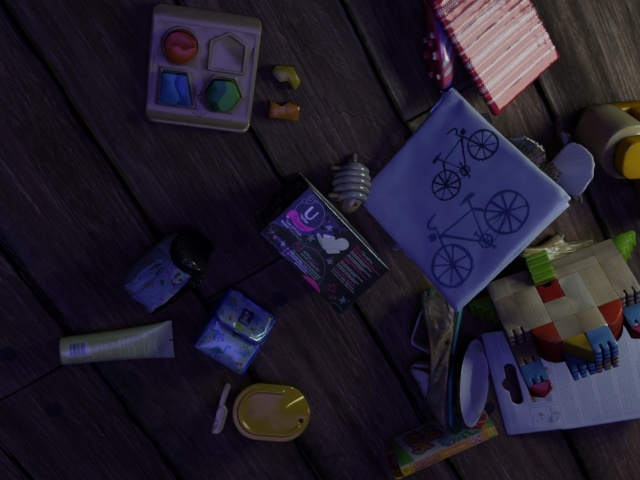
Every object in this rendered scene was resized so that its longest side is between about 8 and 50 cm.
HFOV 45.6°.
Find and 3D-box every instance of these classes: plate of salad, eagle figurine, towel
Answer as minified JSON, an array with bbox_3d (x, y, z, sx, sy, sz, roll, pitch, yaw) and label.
[{"bbox_3d":[0.340,0.324,1.733,0.048,0.200,0.200,0,113,29],"label":"plate of salad"},{"bbox_3d":[0.398,-0.116,1.577,0.298,0.226,0.225,-10,130,-9],"label":"eagle figurine"},{"bbox_3d":[0.348,-0.410,1.508,0.199,0.031,0.275,-42,114,-12],"label":"towel"}]

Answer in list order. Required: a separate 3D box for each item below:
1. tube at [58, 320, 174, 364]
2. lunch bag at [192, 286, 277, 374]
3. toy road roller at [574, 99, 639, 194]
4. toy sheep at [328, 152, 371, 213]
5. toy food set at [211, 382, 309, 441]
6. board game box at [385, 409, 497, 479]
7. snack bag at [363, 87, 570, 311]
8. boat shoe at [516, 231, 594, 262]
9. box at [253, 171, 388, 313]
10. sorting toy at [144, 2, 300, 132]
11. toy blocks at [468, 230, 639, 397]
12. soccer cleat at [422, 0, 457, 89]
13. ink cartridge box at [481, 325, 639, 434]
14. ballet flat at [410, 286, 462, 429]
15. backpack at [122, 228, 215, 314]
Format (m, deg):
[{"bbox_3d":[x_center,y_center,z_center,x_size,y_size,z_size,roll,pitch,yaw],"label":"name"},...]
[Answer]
[{"bbox_3d":[-0.442,0.229,1.663,0.240,0.062,0.070,-6,153,-10],"label":"tube"},{"bbox_3d":[-0.186,0.195,1.664,0.129,0.096,0.151,35,87,-14],"label":"lunch bag"},{"bbox_3d":[0.705,-0.157,1.595,0.329,0.202,0.241,-5,120,-7],"label":"toy road roller"},{"bbox_3d":[0.063,-0.120,1.587,0.091,0.091,0.132,6,80,-9],"label":"toy sheep"},{"bbox_3d":[-0.137,0.390,1.752,0.218,0.071,0.128,9,84,-12],"label":"toy food set"},{"bbox_3d":[0.276,0.468,1.792,0.259,0.124,0.039,-27,109,3],"label":"board game box"},{"bbox_3d":[0.270,-0.083,1.542,0.342,0.037,0.323,48,111,19],"label":"snack bag"},{"bbox_3d":[0.526,0.016,1.706,0.190,0.068,0.072,1,96,-19],"label":"boat shoe"},{"bbox_3d":[0.000,0.000,1.577,0.142,0.163,0.247,-42,109,4],"label":"box"},{"bbox_3d":[-0.186,-0.330,1.505,0.307,0.041,0.229,6,108,-9],"label":"sorting toy"},{"bbox_3d":[0.535,0.168,1.608,0.381,0.261,0.191,-21,139,7],"label":"toy blocks"},{"bbox_3d":[0.249,-0.426,1.508,0.095,0.083,0.248,-14,107,-7],"label":"soccer cleat"},{"bbox_3d":[0.605,0.296,1.815,0.385,0.091,0.308,-12,111,15],"label":"ink cartridge box"},{"bbox_3d":[0.262,0.263,1.737,0.123,0.123,0.348,-2,110,-6],"label":"ballet flat"},{"bbox_3d":[-0.318,0.064,1.583,0.182,0.152,0.115,-38,104,20],"label":"backpack"}]
